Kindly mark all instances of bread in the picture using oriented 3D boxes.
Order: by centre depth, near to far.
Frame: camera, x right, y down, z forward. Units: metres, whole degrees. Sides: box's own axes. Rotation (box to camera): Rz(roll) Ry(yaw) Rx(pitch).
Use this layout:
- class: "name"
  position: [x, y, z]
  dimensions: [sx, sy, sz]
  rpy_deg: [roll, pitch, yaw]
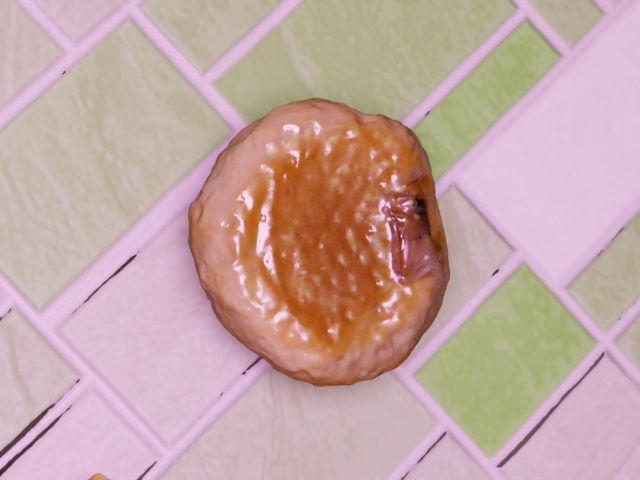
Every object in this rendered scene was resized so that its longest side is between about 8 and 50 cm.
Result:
- class: "bread"
  position: [0.000, 0.000, 1.491]
  dimensions: [0.244, 0.134, 0.244]
  rpy_deg: [2, 83, -19]

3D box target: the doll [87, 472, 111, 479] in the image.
- class: "doll"
  position: [-0.237, 0.280, 1.341]
  dimensions: [0.086, 0.117, 0.291]
  rpy_deg: [28, 33, 16]
